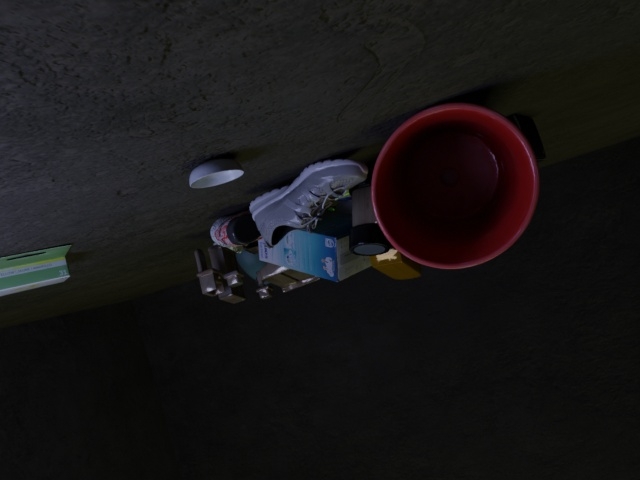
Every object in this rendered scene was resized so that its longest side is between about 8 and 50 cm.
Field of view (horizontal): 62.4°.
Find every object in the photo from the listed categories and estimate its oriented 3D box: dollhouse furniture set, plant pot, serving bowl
[{"bbox_3d":[-0.160,0.049,1.629,0.356,0.173,0.303,-21,161,12],"label":"dollhouse furniture set"},{"bbox_3d":[-0.189,0.067,2.088,0.293,0.196,0.293,-17,176,-1],"label":"plant pot"},{"bbox_3d":[-0.159,-0.105,0.795,0.083,0.027,0.083,-17,176,-1],"label":"serving bowl"},{"bbox_3d":[0.241,-0.108,0.969,0.275,0.274,0.243,-18,-173,17],"label":"plant pot"}]

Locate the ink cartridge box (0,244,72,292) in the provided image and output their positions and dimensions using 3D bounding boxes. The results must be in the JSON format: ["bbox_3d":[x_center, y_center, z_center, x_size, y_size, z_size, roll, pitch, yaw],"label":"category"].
[{"bbox_3d":[-0.633,0.071,1.138,0.171,0.056,0.235,-14,178,-34],"label":"ink cartridge box"}]

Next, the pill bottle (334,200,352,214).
[{"bbox_3d":[0.168,-0.084,1.658,0.160,0.160,0.283,-19,176,31],"label":"pill bottle"}]

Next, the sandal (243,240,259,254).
[{"bbox_3d":[-0.200,0.001,1.791,0.120,0.086,0.303,-20,169,36],"label":"sandal"}]

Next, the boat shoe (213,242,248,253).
[{"bbox_3d":[-0.291,0.016,1.840,0.066,0.063,0.184,-19,176,35],"label":"boat shoe"}]

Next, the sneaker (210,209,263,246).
[{"bbox_3d":[-0.148,-0.049,1.347,0.270,0.090,0.145,-21,-170,-38],"label":"sneaker"}]

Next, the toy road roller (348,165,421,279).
[{"bbox_3d":[0.220,-0.047,1.260,0.241,0.202,0.329,-10,157,27],"label":"toy road roller"}]

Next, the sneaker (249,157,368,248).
[{"bbox_3d":[-0.015,-0.072,1.071,0.281,0.115,0.105,-27,159,32],"label":"sneaker"}]

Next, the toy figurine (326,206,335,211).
[{"bbox_3d":[0.000,-0.056,1.898,0.159,0.130,0.173,-8,160,30],"label":"toy figurine"}]

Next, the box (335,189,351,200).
[{"bbox_3d":[0.109,-0.144,1.389,0.178,0.042,0.109,-19,176,19],"label":"box"}]

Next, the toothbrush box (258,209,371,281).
[{"bbox_3d":[0.000,0.000,1.473,0.296,0.126,0.216,12,-158,41],"label":"toothbrush box"}]

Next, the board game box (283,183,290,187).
[{"bbox_3d":[-0.062,-0.103,1.223,0.133,0.033,0.169,-8,168,-38],"label":"board game box"}]

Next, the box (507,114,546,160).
[{"bbox_3d":[0.400,-0.205,1.249,0.207,0.108,0.153,-20,175,35],"label":"box"}]
